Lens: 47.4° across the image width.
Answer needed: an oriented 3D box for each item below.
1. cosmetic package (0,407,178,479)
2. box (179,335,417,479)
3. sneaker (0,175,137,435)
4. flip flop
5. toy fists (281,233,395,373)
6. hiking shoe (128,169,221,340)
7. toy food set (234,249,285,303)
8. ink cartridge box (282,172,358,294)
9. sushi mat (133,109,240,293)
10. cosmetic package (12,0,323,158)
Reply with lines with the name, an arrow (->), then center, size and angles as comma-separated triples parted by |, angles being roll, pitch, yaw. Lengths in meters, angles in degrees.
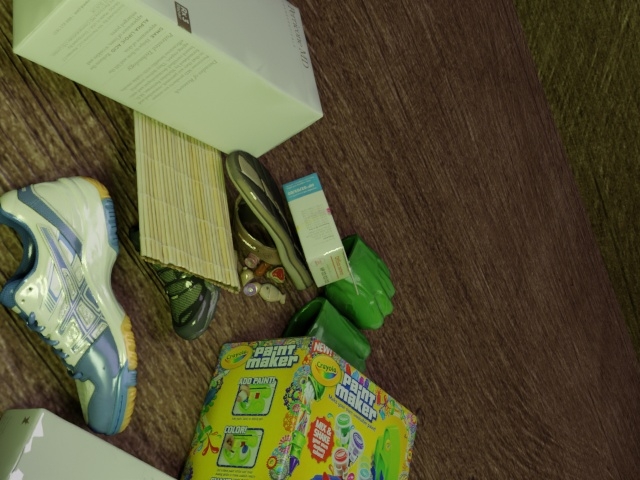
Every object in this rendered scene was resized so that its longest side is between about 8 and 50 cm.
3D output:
cosmetic package -> -0.264, 0.285, 0.806 | 0.231, 0.085, 0.117 | 45, 49, -35
box -> -0.026, 0.327, 1.031 | 0.290, 0.176, 0.279 | 42, 50, -39
sneaker -> -0.292, 0.080, 0.820 | 0.130, 0.111, 0.297 | -10, 89, -36
flip flop -> -0.084, -0.014, 1.083 | 0.277, 0.080, 0.112 | 66, 8, -50
toy fists -> 0.037, 0.128, 1.229 | 0.142, 0.096, 0.279 | 49, 48, -23
hiking shoe -> -0.202, 0.020, 0.957 | 0.114, 0.086, 0.227 | 8, 66, -45
toy food set -> -0.090, 0.052, 1.136 | 0.122, 0.019, 0.078 | 19, 67, -49
ink cartridge box -> 0.000, 0.000, 1.147 | 0.104, 0.061, 0.181 | 69, 1, -61
sushi mat -> -0.179, -0.086, 0.953 | 0.151, 0.019, 0.317 | 23, 44, -41
cosmetic package -> -0.183, -0.275, 0.938 | 0.384, 0.156, 0.217 | 18, 51, -49
